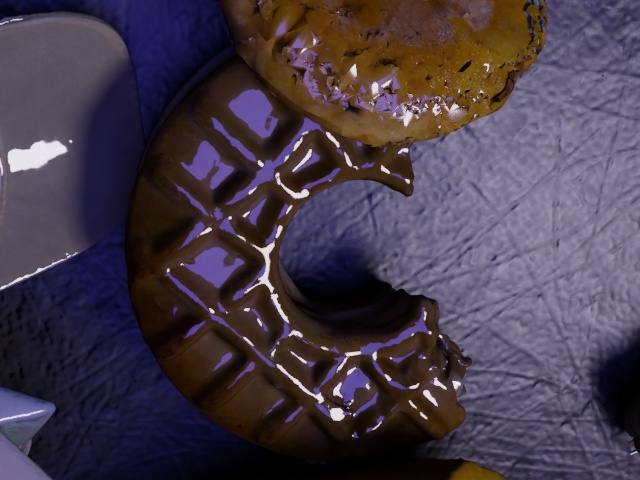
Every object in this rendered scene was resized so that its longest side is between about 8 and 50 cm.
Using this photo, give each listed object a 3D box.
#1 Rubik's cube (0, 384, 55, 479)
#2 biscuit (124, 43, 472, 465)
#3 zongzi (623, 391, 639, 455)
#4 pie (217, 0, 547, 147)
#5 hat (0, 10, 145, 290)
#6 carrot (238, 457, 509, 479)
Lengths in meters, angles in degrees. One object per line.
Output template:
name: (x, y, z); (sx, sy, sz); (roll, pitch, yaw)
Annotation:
Rubik's cube: (-0.357, 0.236, 0.793); (0.387, 0.358, 0.368); (-10, 72, -33)
biscuit: (-0.016, 0.011, 0.896); (0.268, 0.115, 0.366); (-9, 107, -8)
zongzi: (0.358, 0.099, 1.007); (0.195, 0.099, 0.197); (-13, 99, -7)
pie: (0.044, -0.193, 0.795); (0.273, 0.069, 0.273); (7, 70, -20)
hat: (-0.264, -0.071, 0.847); (0.245, 0.149, 0.214); (-32, 132, -40)
carrot: (0.033, 0.302, 0.918); (0.341, 0.241, 0.241); (-14, 115, 34)
